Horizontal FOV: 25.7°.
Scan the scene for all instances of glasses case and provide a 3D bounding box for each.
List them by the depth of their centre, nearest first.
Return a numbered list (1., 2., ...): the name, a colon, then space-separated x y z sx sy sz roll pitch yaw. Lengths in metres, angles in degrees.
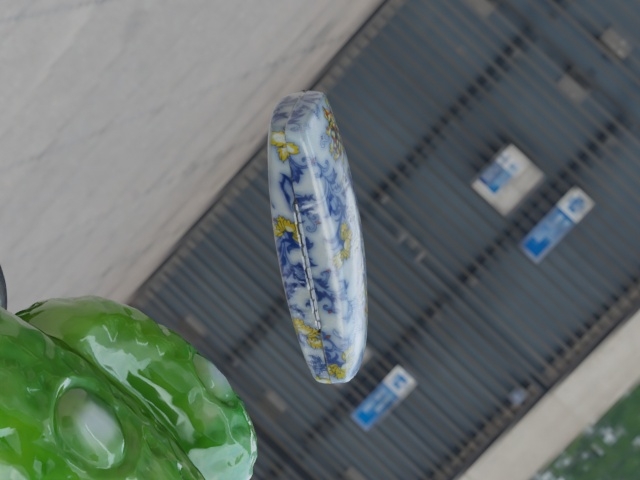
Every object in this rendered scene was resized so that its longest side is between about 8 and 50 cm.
1. glasses case: 0.000 0.000 1.135 0.087 0.065 0.248 -70 154 -56

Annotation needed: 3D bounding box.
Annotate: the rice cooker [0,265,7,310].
1. rice cooker: -0.351 0.027 0.970 0.267 0.267 0.224 -43 132 -49

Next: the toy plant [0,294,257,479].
1. toy plant: -0.144 0.077 0.580 0.184 0.316 0.224 -32 -149 29
